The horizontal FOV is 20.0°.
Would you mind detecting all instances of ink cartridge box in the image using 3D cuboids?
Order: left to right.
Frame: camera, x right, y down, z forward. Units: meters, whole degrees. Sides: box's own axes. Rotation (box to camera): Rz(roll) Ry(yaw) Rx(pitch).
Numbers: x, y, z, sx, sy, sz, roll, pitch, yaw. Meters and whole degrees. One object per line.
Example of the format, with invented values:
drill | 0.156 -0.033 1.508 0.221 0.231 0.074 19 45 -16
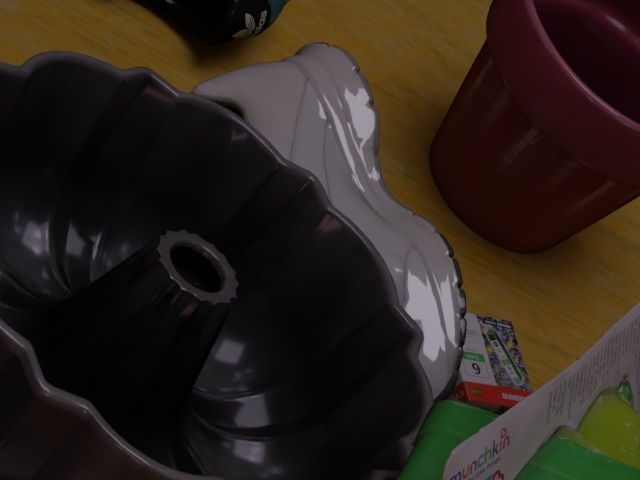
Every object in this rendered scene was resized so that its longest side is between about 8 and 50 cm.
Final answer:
ink cartridge box | 0.115 0.104 1.253 0.063 0.029 0.115 12 47 -31

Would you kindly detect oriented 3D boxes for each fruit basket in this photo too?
fruit basket | 0.144 0.181 1.030 0.165 0.327 0.353 15 29 25

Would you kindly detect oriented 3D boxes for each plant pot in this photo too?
plant pot | 0.184 -0.093 1.373 0.201 0.180 0.201 22 42 -22

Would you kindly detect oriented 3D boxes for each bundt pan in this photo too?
bundt pan | -0.102 0.053 1.031 0.331 0.124 0.331 30 32 -21

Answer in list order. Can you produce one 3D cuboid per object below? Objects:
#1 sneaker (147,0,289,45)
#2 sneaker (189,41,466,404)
sneaker | -0.146 -0.261 1.321 0.302 0.108 0.121 40 35 -4
sneaker | 0.000 0.000 1.222 0.129 0.111 0.297 -11 56 -26
